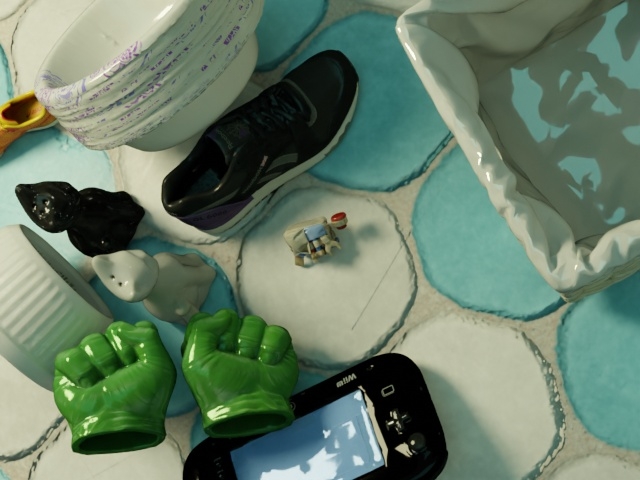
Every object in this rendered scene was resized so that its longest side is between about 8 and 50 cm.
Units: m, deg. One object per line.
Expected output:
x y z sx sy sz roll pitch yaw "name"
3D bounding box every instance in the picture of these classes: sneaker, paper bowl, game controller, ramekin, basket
-0.420 -0.151 1.593 0.175 0.067 0.064 -32 76 12 "sneaker"
-0.189 -0.219 1.446 0.284 0.148 0.284 -31 32 21 "paper bowl"
-0.012 0.253 1.393 0.319 0.067 0.166 -27 62 11 "game controller"
-0.344 0.075 1.468 0.109 0.207 0.207 -44 72 -2 "ramekin"
-0.071 -0.119 1.447 0.283 0.124 0.107 -45 73 7 "sneaker"
0.301 -0.141 1.245 0.331 0.266 0.328 -31 74 5 "basket"

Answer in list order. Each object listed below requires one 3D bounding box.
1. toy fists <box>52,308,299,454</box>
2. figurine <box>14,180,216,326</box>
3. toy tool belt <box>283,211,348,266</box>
-0.163 0.151 1.388 0.279 0.096 0.142 -7 61 -9 "toy fists"
-0.242 0.012 1.437 0.215 0.209 0.092 39 95 18 "figurine"
0.000 0.000 1.453 0.083 0.052 0.051 -16 109 18 "toy tool belt"
